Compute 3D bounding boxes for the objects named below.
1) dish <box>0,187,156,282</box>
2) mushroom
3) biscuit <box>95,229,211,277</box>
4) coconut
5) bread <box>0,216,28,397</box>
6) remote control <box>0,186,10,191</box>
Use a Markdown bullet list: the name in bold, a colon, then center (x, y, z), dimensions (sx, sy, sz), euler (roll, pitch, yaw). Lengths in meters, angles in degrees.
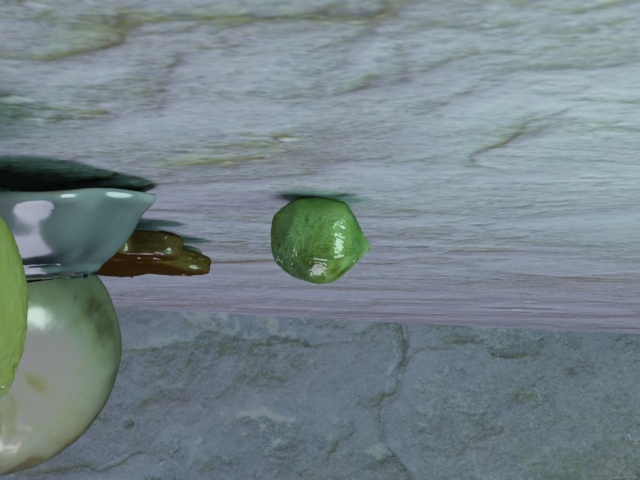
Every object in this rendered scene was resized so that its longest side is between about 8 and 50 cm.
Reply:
- **dish**: center (-0.263, 0.001, 0.969), dimensions (0.229, 0.081, 0.229), euler (-5, 179, 0)
- **mushroom**: center (-0.461, 0.157, 1.403), dimensions (0.353, 0.325, 0.353), euler (-4, 176, 0)
- **biscuit**: center (-0.249, 0.005, 1.233), dimensions (0.197, 0.049, 0.301), euler (-4, 170, 16)
- **coconut**: center (0.000, 0.000, 0.979), dimensions (0.096, 0.088, 0.088), euler (9, 172, -1)
- **bread**: center (-0.359, 0.047, 0.680), dimensions (0.320, 0.320, 0.237), euler (9, -168, -34)
- **remote control**: center (-0.348, -0.041, 1.052), dimensions (0.053, 0.018, 0.124), euler (8, 170, -24)
